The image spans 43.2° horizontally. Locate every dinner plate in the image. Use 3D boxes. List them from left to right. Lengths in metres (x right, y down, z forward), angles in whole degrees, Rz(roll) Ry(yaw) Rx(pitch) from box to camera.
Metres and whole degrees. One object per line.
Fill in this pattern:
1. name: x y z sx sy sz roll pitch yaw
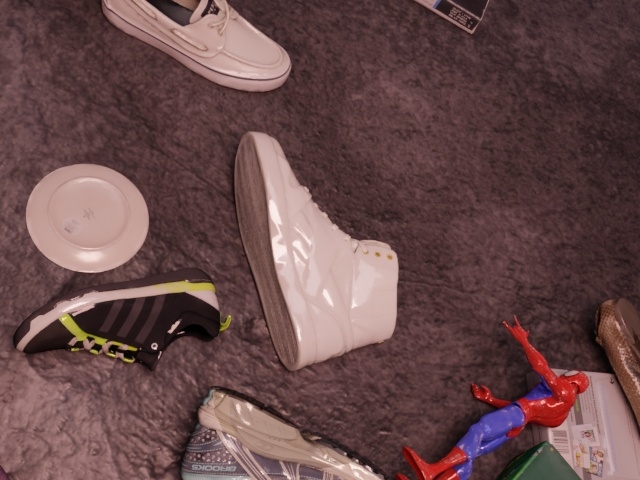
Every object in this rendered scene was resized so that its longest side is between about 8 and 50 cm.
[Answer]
1. dinner plate: -0.273 -0.030 0.954 0.141 0.017 0.141 7 66 -17

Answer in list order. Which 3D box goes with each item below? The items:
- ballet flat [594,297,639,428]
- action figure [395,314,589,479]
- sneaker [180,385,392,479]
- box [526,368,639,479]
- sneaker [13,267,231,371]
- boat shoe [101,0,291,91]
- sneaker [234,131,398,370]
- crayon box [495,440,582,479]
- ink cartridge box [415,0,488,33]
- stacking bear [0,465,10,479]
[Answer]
1. ballet flat: 0.423 0.198 1.067 0.084 0.058 0.250 -9 74 -48
2. action figure: 0.201 0.197 0.987 0.280 0.091 0.139 -19 51 -24
3. sneaker: -0.024 0.271 0.887 0.283 0.110 0.122 30 83 -10
4. box: 0.369 0.249 1.070 0.186 0.038 0.145 7 65 -18
5. sneaker: -0.208 0.098 0.883 0.234 0.084 0.097 -14 75 -26
6. boat shoe: -0.157 -0.289 1.070 0.267 0.088 0.096 27 60 -8
7. sneaker: 0.000 0.000 1.003 0.169 0.108 0.293 -11 82 -27
8. crayon box: 0.291 0.396 0.926 0.165 0.081 0.278 -31 78 -40
9. ink cartridge box: 0.194 -0.464 1.310 0.206 0.045 0.208 27 59 -8
10. stacking bear: -0.409 0.205 0.721 0.289 0.175 0.164 36 71 7
